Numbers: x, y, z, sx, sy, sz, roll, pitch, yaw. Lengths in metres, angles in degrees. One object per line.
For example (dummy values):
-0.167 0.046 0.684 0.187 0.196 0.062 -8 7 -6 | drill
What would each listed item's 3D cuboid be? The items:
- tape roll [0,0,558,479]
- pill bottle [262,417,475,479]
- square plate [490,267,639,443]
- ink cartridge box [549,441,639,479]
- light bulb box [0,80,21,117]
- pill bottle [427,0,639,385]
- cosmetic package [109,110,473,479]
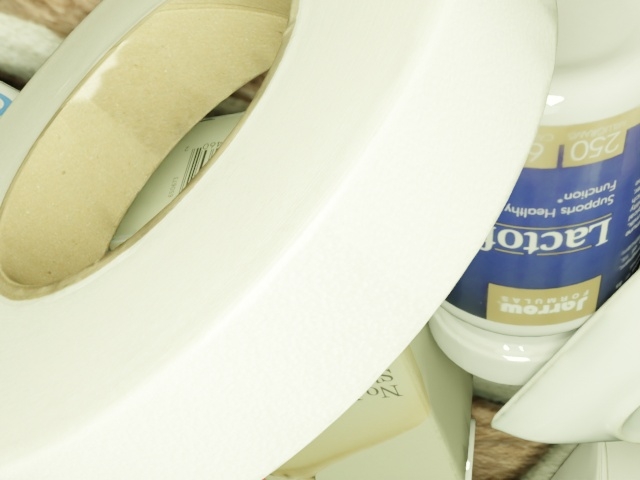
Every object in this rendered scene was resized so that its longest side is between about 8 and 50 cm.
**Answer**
-0.068 -0.038 0.576 0.392 0.392 0.072 -24 128 33 | tape roll
0.035 0.184 1.012 0.193 0.108 0.108 4 138 7 | pill bottle
0.332 0.040 0.729 0.344 0.049 0.347 2 143 -28 | square plate
0.342 0.283 1.048 0.283 0.117 0.207 15 139 -5 | ink cartridge box
-0.352 0.097 0.807 0.225 0.361 0.358 28 136 -16 | light bulb box
0.126 -0.037 0.711 0.153 0.153 0.265 3 138 9 | pill bottle
-0.005 0.055 0.828 0.160 0.113 0.309 -8 135 20 | cosmetic package
